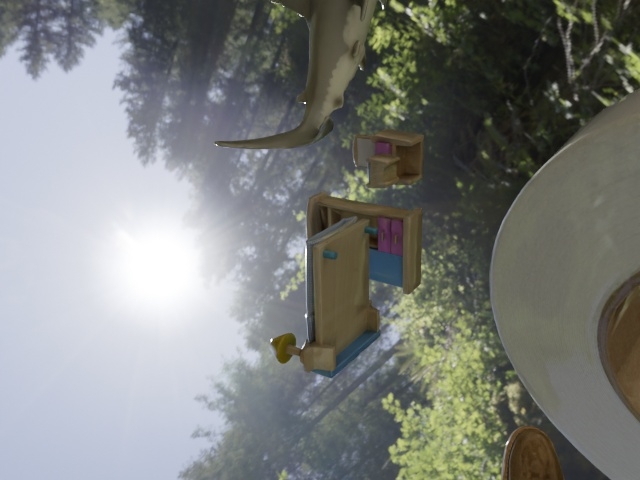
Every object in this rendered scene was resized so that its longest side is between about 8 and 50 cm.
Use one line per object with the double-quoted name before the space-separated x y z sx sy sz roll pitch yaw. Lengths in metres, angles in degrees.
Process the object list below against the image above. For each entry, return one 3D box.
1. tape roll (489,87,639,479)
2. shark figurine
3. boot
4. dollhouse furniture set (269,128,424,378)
"tape roll" 0.295 0.074 0.367 0.392 0.392 0.072 45 -121 10
"shark figurine" -0.008 -0.196 0.535 0.116 0.166 0.279 17 -92 8
"boot" 0.351 0.441 0.894 0.112 0.115 0.306 4 -114 -2
"dollhouse furniture set" 0.000 0.000 0.880 0.198 0.287 0.303 12 -153 32
